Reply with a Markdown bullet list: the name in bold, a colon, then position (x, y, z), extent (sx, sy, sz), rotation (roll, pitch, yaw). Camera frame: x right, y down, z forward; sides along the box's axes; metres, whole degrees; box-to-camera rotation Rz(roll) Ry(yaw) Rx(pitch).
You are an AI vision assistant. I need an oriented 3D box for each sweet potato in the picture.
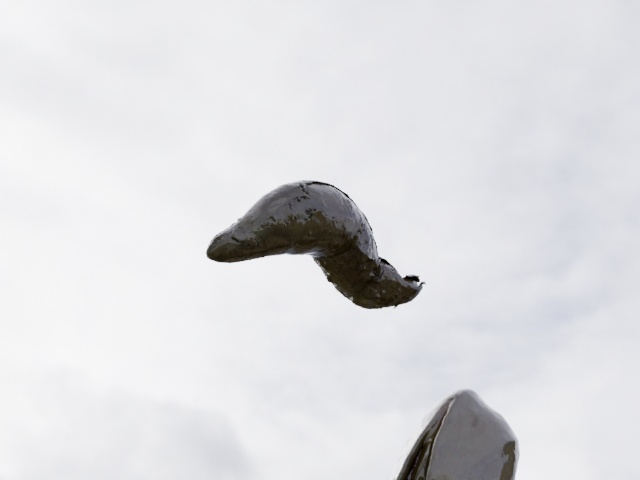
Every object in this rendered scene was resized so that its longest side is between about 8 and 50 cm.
- **sweet potato**: position (0.002, -0.002, 1.721), extent (0.098, 0.124, 0.310), rotation (-16, -26, 41)

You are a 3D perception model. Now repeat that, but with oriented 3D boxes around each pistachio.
- **pistachio**: position (0.151, 0.266, 1.727), extent (0.138, 0.238, 0.153), rotation (-8, -62, 31)
